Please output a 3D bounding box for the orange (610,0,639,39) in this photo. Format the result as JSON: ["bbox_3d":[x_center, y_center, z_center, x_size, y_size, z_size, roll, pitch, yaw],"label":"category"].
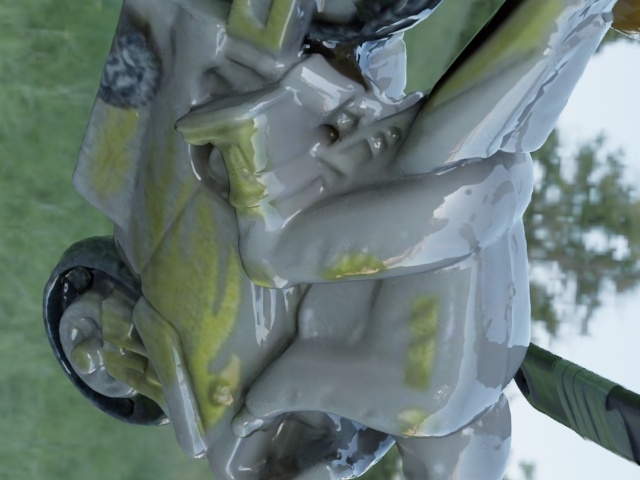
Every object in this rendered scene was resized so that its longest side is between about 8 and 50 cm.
[{"bbox_3d":[0.213,-0.191,0.572,0.249,0.248,0.183,90,-8,-74],"label":"orange"}]

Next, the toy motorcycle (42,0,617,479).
[{"bbox_3d":[0.000,0.000,0.481,0.108,0.223,0.341,-34,159,-46],"label":"toy motorcycle"}]

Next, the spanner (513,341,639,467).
[{"bbox_3d":[0.123,0.068,0.488,0.087,0.024,0.316,63,-5,-6],"label":"spanner"}]
